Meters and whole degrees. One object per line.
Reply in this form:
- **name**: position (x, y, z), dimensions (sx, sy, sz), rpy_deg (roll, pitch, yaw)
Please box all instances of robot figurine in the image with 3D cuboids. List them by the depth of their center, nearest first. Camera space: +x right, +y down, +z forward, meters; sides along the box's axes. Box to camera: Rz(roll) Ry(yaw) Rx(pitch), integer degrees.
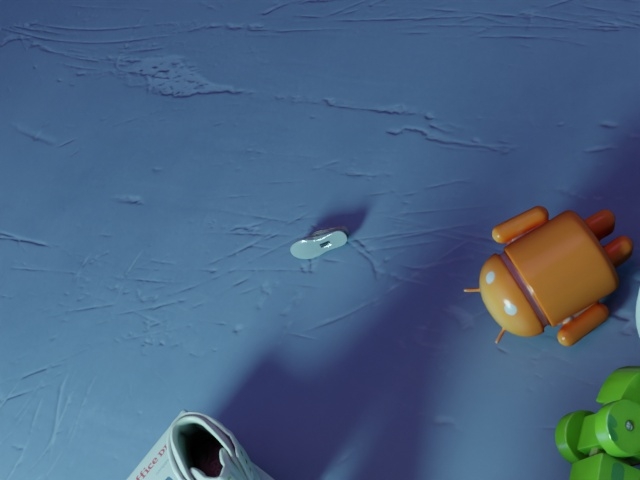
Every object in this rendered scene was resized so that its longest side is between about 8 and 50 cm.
- **robot figurine**: position (0.306, 0.046, 1.476), dimensions (0.219, 0.158, 0.128), rpy_deg (-31, 22, 6)

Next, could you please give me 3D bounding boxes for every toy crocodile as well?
- **toy crocodile**: position (0.328, 0.294, 1.287), dimensions (0.115, 0.105, 0.340), rpy_deg (-40, 25, 62)

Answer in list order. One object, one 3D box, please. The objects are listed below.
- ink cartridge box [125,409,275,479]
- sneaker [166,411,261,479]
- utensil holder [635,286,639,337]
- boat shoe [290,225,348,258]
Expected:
- **ink cartridge box**: position (-0.156, 0.356, 1.537), dimensions (0.212, 0.093, 0.154), rpy_deg (29, 74, 44)
- **sneaker**: position (-0.096, 0.338, 1.351), dimensions (0.108, 0.169, 0.292), rpy_deg (-37, 60, -6)
- **utensil holder**: position (0.555, 0.131, 1.117), dimensions (0.327, 0.327, 0.385), rpy_deg (-35, 42, 3)
- **boat shoe**: position (0.000, 0.000, 1.775), dimensions (0.100, 0.035, 0.035), rpy_deg (-21, 19, 22)
